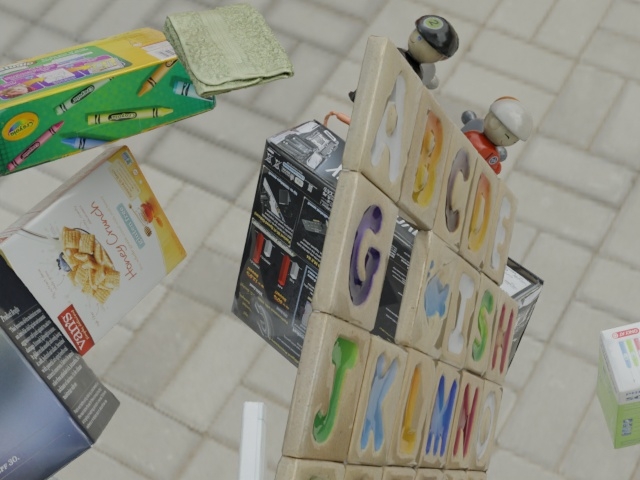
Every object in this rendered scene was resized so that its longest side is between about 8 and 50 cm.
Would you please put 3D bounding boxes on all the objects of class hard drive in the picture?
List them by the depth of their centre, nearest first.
[{"bbox_3d":[-0.118,0.480,1.919,0.047,0.233,0.353,2,50,-1],"label":"hard drive"}]

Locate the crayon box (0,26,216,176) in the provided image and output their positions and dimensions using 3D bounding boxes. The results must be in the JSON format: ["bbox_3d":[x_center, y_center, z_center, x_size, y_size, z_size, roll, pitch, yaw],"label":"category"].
[{"bbox_3d":[-0.288,-0.173,1.378,0.278,0.081,0.165,-21,29,-26],"label":"crayon box"}]

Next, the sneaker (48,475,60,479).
[{"bbox_3d":[-0.385,0.365,1.334,0.094,0.091,0.258,30,52,12],"label":"sneaker"}]

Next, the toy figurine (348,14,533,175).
[{"bbox_3d":[0.159,-0.172,1.430,0.213,0.209,0.148,46,107,1],"label":"toy figurine"}]

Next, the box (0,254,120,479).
[{"bbox_3d":[-0.425,0.164,1.205,0.296,0.183,0.294,-37,95,3],"label":"box"}]

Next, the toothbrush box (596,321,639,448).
[{"bbox_3d":[0.600,0.244,2.014,0.206,0.283,0.122,-14,60,5],"label":"toothbrush box"}]

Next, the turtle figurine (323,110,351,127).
[{"bbox_3d":[0.000,0.000,1.318,0.087,0.217,0.269,4,50,-37],"label":"turtle figurine"}]

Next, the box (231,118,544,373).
[{"bbox_3d":[0.052,0.060,1.174,0.307,0.242,0.076,37,43,27],"label":"box"}]

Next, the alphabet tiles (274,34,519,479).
[{"bbox_3d":[0.036,0.062,0.415,0.009,0.237,0.198,8,82,22],"label":"alphabet tiles"}]

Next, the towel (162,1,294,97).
[{"bbox_3d":[-0.096,-0.201,1.197,0.110,0.027,0.148,-14,44,-16],"label":"towel"}]

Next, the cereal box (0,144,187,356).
[{"bbox_3d":[-0.281,0.016,1.410,0.047,0.173,0.240,-8,29,39],"label":"cereal box"}]
